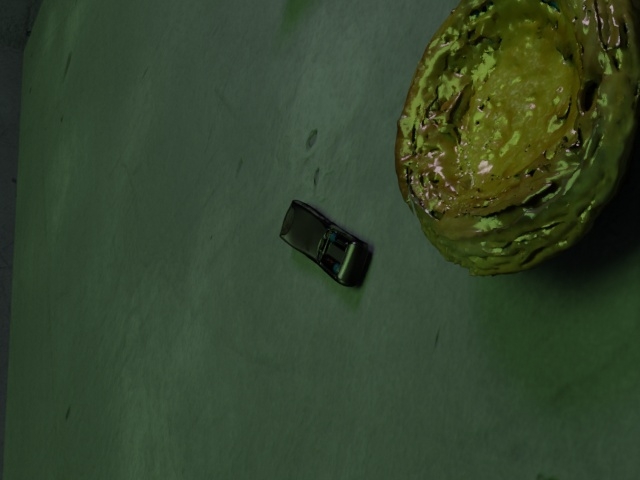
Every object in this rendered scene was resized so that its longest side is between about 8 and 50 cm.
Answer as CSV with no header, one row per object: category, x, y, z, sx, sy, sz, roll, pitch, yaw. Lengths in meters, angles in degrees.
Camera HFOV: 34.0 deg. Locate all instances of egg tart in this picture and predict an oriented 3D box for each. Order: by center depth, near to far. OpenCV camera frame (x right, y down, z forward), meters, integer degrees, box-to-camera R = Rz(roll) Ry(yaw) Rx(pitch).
egg tart,0.171,-0.096,0.858,0.291,0.107,0.290,-35,46,47

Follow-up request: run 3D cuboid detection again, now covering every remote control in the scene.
remote control,0.000,0.000,1.227,0.212,0.028,0.059,33,108,63
